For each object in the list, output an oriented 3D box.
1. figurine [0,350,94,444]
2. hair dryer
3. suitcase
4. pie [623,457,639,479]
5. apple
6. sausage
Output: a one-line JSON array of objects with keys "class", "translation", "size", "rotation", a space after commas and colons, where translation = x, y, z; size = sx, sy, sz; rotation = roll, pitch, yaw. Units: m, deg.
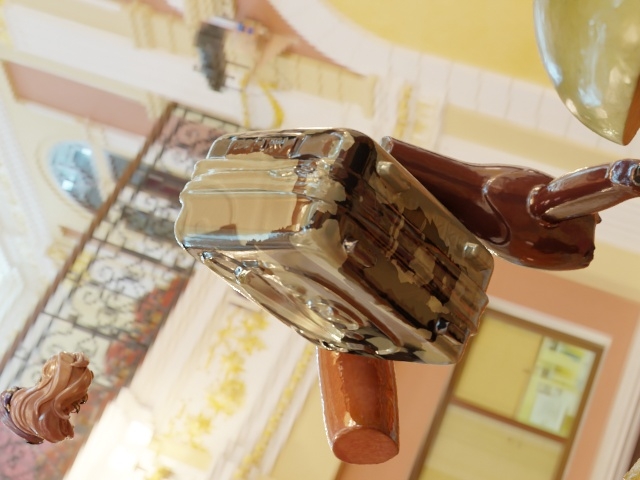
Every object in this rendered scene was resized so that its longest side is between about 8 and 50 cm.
[{"class": "figurine", "translation": [-0.392, 0.235, 1.706], "size": [0.126, 0.157, 0.114], "rotation": [39, -152, -37]}, {"class": "hair dryer", "translation": [0.256, -0.070, 1.365], "size": [0.340, 0.312, 0.123], "rotation": [-25, 46, 63]}, {"class": "suitcase", "translation": [0.000, 0.000, 1.391], "size": [0.351, 0.339, 0.194], "rotation": [40, -117, -40]}, {"class": "pie", "translation": [0.423, 0.313, 1.290], "size": [0.308, 0.085, 0.308], "rotation": [-44, 27, 30]}, {"class": "apple", "translation": [0.328, -0.213, 1.002], "size": [0.292, 0.292, 0.254], "rotation": [-57, -21, -46]}, {"class": "sausage", "translation": [0.049, 0.174, 1.585], "size": [0.114, 0.113, 0.259], "rotation": [92, 174, -48]}]
